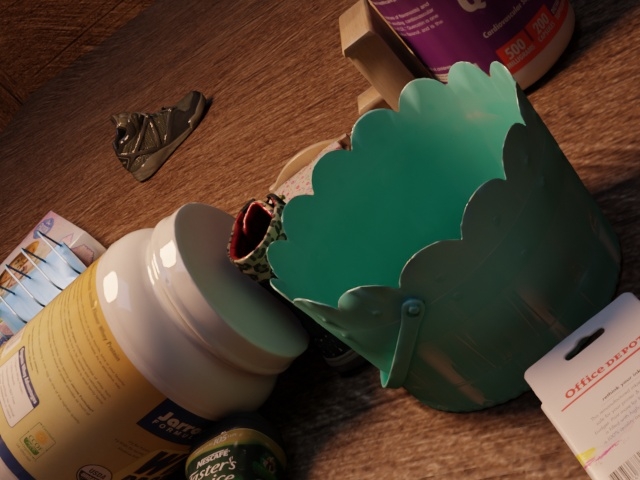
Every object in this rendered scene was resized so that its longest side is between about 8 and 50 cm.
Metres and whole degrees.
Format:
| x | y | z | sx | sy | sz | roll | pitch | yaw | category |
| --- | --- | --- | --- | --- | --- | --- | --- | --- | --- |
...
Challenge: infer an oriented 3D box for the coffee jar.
| x | y | z | sx | sy | sz | roll | pitch | yaw | category |
| --- | --- | --- | --- | --- | --- | --- | --- | --- | --- |
| -0.081 | 0.245 | 0.876 | 0.096 | 0.079 | 0.184 | -35 | 26 | 20 | coffee jar |

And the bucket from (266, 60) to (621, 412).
| x | y | z | sx | sy | sz | roll | pitch | yaw | category |
| --- | --- | --- | --- | --- | --- | --- | --- | --- | --- |
| 0.109 | 0.002 | 0.839 | 0.281 | 0.183 | 0.281 | -35 | 26 | 20 | bucket |

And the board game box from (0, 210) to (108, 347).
| x | y | z | sx | sy | sz | roll | pitch | yaw | category |
| --- | --- | --- | --- | --- | --- | --- | --- | --- | --- |
| -0.576 | 0.095 | 1.855 | 0.318 | 0.066 | 0.319 | -50 | 26 | -12 | board game box |

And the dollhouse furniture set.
| x | y | z | sx | sy | sz | roll | pitch | yaw | category |
| --- | --- | --- | --- | --- | --- | --- | --- | --- | --- |
| -0.025 | -0.133 | 1.255 | 0.356 | 0.174 | 0.303 | -35 | 27 | 20 | dollhouse furniture set |

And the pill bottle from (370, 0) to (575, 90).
| x | y | z | sx | sy | sz | roll | pitch | yaw | category |
| --- | --- | --- | --- | --- | --- | --- | --- | --- | --- |
| 0.141 | -0.321 | 1.113 | 0.182 | 0.323 | 0.181 | -35 | 27 | 21 | pill bottle |

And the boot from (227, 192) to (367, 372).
| x | y | z | sx | sy | sz | roll | pitch | yaw | category |
| --- | --- | --- | --- | --- | --- | --- | --- | --- | --- |
| 0.001 | 0.000 | 1.005 | 0.085 | 0.178 | 0.236 | -27 | 31 | 32 | boot |

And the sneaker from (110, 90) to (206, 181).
| x | y | z | sx | sy | sz | roll | pitch | yaw | category |
| --- | --- | --- | --- | --- | --- | --- | --- | --- | --- |
| -0.332 | -0.241 | 1.932 | 0.227 | 0.130 | 0.087 | -50 | 27 | -16 | sneaker |

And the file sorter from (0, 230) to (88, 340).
| x | y | z | sx | sy | sz | roll | pitch | yaw | category |
| --- | --- | --- | --- | --- | --- | --- | --- | --- | --- |
| -0.488 | 0.085 | 1.637 | 0.170 | 0.104 | 0.118 | -47 | 66 | -3 | file sorter |

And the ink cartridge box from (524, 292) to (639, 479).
| x | y | z | sx | sy | sz | roll | pitch | yaw | category |
| --- | --- | --- | --- | --- | --- | --- | --- | --- | --- |
| 0.220 | 0.122 | 0.632 | 0.104 | 0.061 | 0.181 | -40 | 26 | 8 | ink cartridge box |

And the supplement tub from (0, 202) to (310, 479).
| x | y | z | sx | sy | sz | roll | pitch | yaw | category |
| --- | --- | --- | --- | --- | --- | --- | --- | --- | --- |
| -0.188 | 0.129 | 1.015 | 0.316 | 0.228 | 0.228 | -40 | 25 | 21 | supplement tub |
